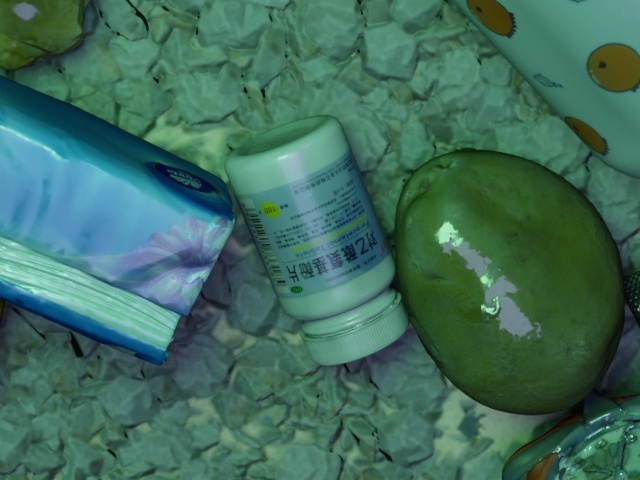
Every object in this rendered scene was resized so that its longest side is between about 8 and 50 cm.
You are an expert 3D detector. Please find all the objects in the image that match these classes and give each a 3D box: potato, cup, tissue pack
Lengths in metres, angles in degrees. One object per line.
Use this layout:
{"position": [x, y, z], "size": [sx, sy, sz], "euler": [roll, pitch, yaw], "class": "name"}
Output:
{"position": [0.153, 0.031, 1.450], "size": [0.235, 0.178, 0.160], "euler": [47, 131, -14], "class": "potato"}
{"position": [0.220, -0.205, 1.373], "size": [0.212, 0.212, 0.317], "euler": [-42, 105, 6], "class": "cup"}
{"position": [-0.212, -0.031, 1.383], "size": [0.263, 0.198, 0.146], "euler": [26, 97, -11], "class": "tissue pack"}

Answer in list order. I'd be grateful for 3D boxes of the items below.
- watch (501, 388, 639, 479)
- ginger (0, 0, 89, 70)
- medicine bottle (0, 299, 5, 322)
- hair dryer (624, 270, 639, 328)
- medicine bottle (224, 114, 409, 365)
{"position": [0.333, 0.255, 1.509], "size": [0.305, 0.241, 0.274], "euler": [-27, 121, 0], "class": "watch"}
{"position": [-0.273, -0.235, 1.366], "size": [0.275, 0.130, 0.221], "euler": [-13, 114, 4], "class": "ginger"}
{"position": [-0.357, 0.067, 1.446], "size": [0.192, 0.096, 0.096], "euler": [12, 102, -7], "class": "medicine bottle"}
{"position": [0.396, -0.015, 1.400], "size": [0.320, 0.284, 0.156], "euler": [-27, 87, 3], "class": "hair dryer"}
{"position": [0.000, 0.000, 1.458], "size": [0.103, 0.103, 0.187], "euler": [-21, 104, 0], "class": "medicine bottle"}
